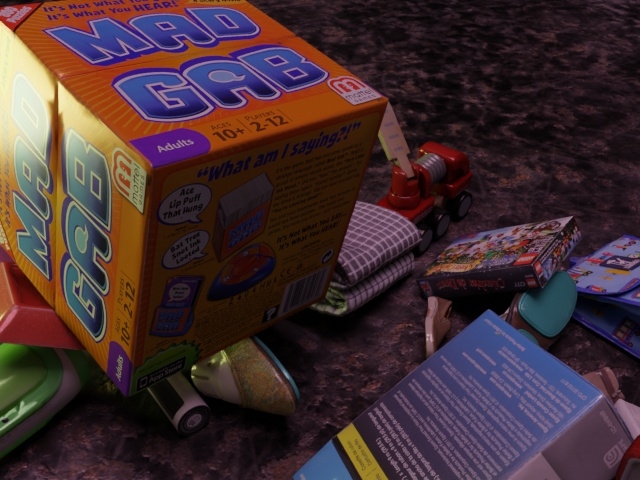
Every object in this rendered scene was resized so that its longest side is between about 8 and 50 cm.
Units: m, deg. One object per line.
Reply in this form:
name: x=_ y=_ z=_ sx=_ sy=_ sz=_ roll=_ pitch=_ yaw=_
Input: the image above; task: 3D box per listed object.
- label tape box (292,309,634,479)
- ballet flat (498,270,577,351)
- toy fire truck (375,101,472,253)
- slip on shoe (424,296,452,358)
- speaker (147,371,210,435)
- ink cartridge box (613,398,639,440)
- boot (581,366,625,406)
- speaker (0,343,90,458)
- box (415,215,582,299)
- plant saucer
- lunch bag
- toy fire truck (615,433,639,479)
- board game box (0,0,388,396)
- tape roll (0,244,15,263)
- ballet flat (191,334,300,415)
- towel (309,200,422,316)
label tape box: x=0.158 y=0.269 z=0.911 sx=0.347 sy=0.115 sz=0.249 roll=-41 pitch=24 yaw=-2
ballet flat: x=0.304 y=0.148 z=1.159 sx=0.095 sy=0.096 sz=0.280 roll=46 pitch=50 yaw=-3
toy fire truck: x=0.178 y=-0.138 z=1.413 sx=0.158 sy=0.246 sz=0.217 roll=27 pitch=45 yaw=30
slip on shoe: x=0.190 y=0.139 z=1.217 sx=0.041 sy=0.051 sz=0.135 roll=4 pitch=30 yaw=10
speaker: x=-0.217 y=0.221 z=1.108 sx=0.055 sy=0.055 sz=0.136 roll=-24 pitch=44 yaw=-28
ink cartridge box: x=0.491 y=0.299 z=0.961 sx=0.224 sy=0.056 sz=0.181 roll=25 pitch=14 yaw=4
boot: x=0.382 y=0.209 z=1.088 sx=0.087 sy=0.118 sz=0.042 roll=-32 pitch=7 yaw=-11
speaker: x=-0.467 y=0.237 z=1.031 sx=0.131 sy=0.131 sz=0.296 roll=25 pitch=44 yaw=29
box: x=0.294 y=0.031 z=1.261 sx=0.233 sy=0.044 sz=0.159 roll=-12 pitch=20 yaw=47
plant saucer: x=-0.366 y=0.095 z=1.134 sx=0.258 sy=0.048 sz=0.259 roll=11 pitch=11 yaw=-29
lunch bag: x=0.542 y=0.087 z=1.243 sx=0.221 sy=0.138 sz=0.293 roll=-29 pitch=33 yaw=-30
toy fire truck: x=0.421 y=0.360 z=0.756 sx=0.169 sy=0.254 sz=0.302 roll=-30 pitch=46 yaw=-32
board game box: x=-0.193 y=-0.091 z=1.020 sx=0.356 sy=0.356 sz=0.356 roll=-23 pitch=53 yaw=-40
tape roll: x=-0.413 y=-0.039 z=1.266 sx=0.274 sy=0.275 sz=0.090 roll=-23 pitch=43 yaw=-27
ballet flat: x=-0.157 y=0.166 z=1.134 sx=0.123 sy=0.123 sz=0.348 roll=-20 pitch=37 yaw=-24
towel: x=0.000 y=0.000 z=1.313 sx=0.283 sy=0.121 sz=0.235 roll=23 pitch=32 yaw=28
